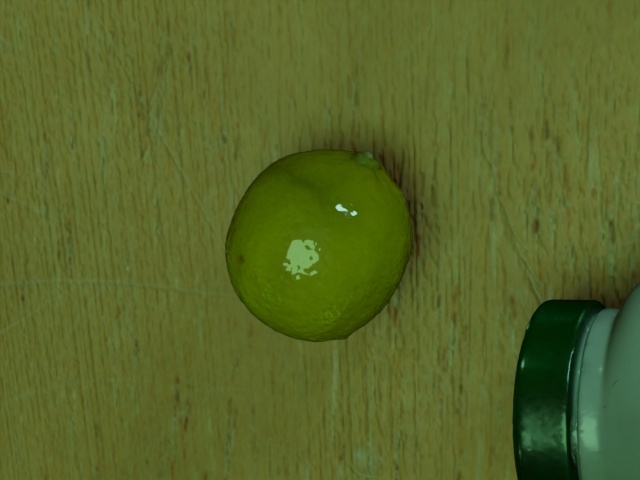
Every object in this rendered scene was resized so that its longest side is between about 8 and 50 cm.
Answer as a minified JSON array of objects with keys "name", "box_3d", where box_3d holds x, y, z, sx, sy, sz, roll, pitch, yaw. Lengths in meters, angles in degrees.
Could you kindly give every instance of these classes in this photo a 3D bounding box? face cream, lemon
[{"name":"face cream","box_3d":[0.368,0.157,1.212,0.357,0.219,0.312,0,108,26]},{"name":"lemon","box_3d":[0.000,0.000,1.342,0.178,0.178,0.203,33,112,10]}]
